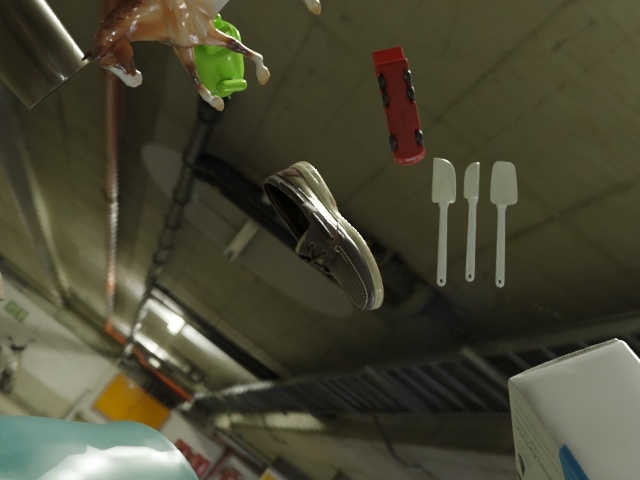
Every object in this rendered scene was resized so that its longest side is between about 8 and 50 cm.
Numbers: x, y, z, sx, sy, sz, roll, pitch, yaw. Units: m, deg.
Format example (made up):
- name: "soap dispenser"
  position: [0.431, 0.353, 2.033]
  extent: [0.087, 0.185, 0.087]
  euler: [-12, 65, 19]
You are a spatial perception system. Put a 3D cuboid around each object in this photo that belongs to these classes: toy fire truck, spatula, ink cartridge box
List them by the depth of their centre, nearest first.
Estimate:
- name: "ink cartridge box"
  position: [0.180, 0.179, 0.602]
  extent: [0.140, 0.082, 0.191]
  euler: [-118, -166, -54]
- name: "toy fire truck"
  position: [0.110, -0.192, 1.438]
  extent: [0.135, 0.047, 0.192]
  euler: [53, 26, -80]
- name: "spatula"
  position: [0.291, -0.032, 1.925]
  extent: [0.168, 0.242, 0.019]
  euler: [3, -5, -15]

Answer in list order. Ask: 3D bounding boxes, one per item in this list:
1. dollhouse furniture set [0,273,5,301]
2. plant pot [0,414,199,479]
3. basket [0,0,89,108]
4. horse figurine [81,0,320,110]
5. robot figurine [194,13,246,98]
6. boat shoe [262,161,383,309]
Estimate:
- name: "dollhouse furniture set"
  position: [-0.415, 0.010, 0.947]
  extent: [0.101, 0.181, 0.161]
  euler: [71, -1, -83]
- name: "plant pot"
  position: [-0.229, 0.252, 0.783]
  extent: [0.271, 0.272, 0.255]
  euler: [28, 22, 32]
- name: "basket"
  position: [-0.495, -0.341, 1.646]
  extent: [0.227, 0.154, 0.204]
  euler: [52, -20, -14]
- name: "horse figurine"
  position: [-0.081, -0.230, 0.925]
  extent: [0.174, 0.263, 0.066]
  euler: [34, 8, -46]
- name: "robot figurine"
  position: [-0.128, -0.220, 1.236]
  extent: [0.101, 0.067, 0.115]
  euler: [46, -21, 22]
- name: "boat shoe"
  position: [0.000, 0.000, 1.640]
  extent: [0.285, 0.092, 0.103]
  euler: [59, -28, 20]
